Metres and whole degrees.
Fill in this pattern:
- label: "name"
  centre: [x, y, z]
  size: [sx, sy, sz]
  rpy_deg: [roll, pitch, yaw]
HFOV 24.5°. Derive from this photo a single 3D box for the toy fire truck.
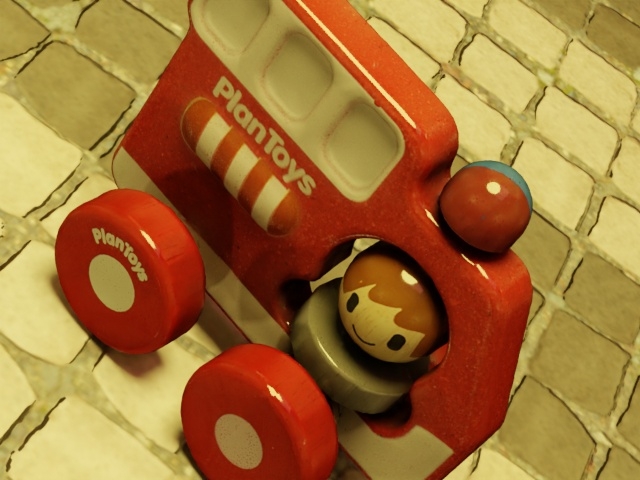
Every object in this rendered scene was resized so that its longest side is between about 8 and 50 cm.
- label: "toy fire truck"
  centre: [0.000, 0.000, 0.871]
  size: [0.302, 0.254, 0.169]
  rpy_deg: [48, 45, 12]
